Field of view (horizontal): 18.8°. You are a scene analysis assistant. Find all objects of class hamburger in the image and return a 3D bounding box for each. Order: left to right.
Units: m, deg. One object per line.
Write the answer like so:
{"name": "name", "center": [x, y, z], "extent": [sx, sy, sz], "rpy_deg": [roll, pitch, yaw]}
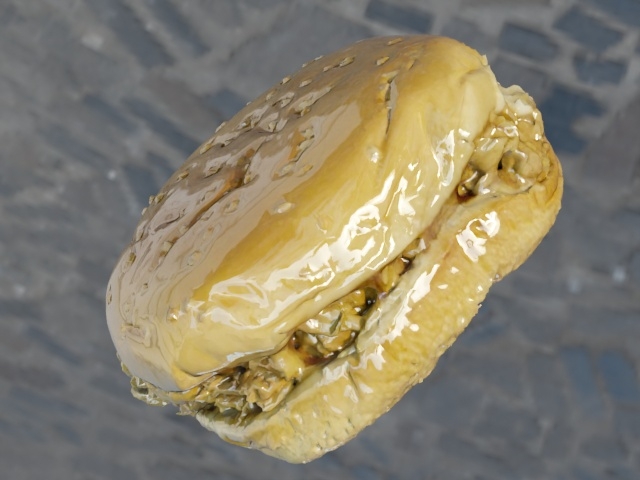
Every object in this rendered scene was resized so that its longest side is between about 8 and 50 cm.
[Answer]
{"name": "hamburger", "center": [0.000, 0.000, 0.602], "extent": [0.083, 0.147, 0.138], "rpy_deg": [48, 169, -14]}
